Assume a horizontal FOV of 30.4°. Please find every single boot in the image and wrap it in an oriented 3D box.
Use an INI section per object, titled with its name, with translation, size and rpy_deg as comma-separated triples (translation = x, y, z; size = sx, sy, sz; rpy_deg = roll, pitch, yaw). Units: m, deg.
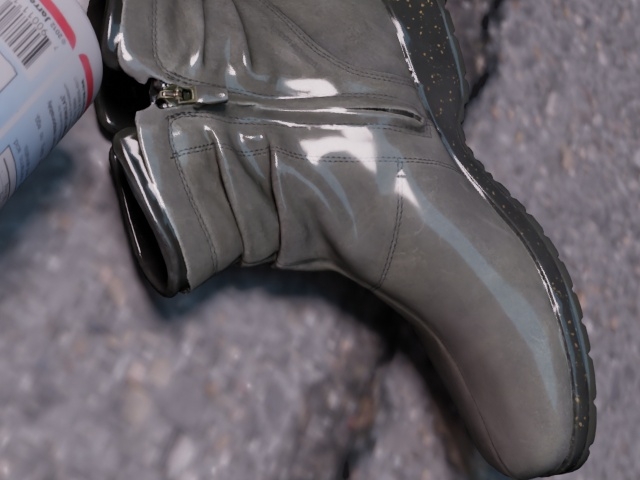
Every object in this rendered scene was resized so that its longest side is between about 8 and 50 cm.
[boot]
translation = 0.000, 0.000, 0.478
size = 0.161, 0.083, 0.246
rpy_deg = -16, 78, -30

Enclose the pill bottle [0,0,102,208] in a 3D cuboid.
[pill bottle]
translation = -0.146, -0.024, 0.368
size = 0.087, 0.087, 0.160
rpy_deg = 44, 55, -15
